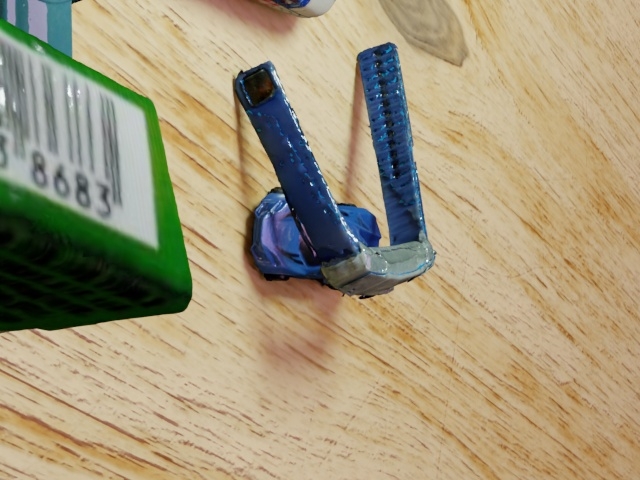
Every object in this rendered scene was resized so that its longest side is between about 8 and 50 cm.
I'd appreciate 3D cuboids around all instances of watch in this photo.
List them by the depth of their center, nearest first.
[{"bbox_3d":[0.046,-0.080,1.764,0.276,0.068,0.274,-19,82,-54],"label":"watch"}]

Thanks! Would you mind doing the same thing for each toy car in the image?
[{"bbox_3d":[0.000,0.000,1.766,0.216,0.063,0.103,11,83,-57],"label":"toy car"}]

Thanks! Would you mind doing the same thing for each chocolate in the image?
[{"bbox_3d":[-0.316,-0.041,1.022,0.360,0.341,0.161,27,59,-54],"label":"chocolate"}]

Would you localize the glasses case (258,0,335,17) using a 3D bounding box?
[{"bbox_3d":[-0.073,-0.319,1.619,0.327,0.076,0.125,17,79,-56],"label":"glasses case"}]

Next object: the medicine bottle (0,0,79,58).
[{"bbox_3d":[-0.244,-0.135,1.359,0.124,0.079,0.258,-3,95,-58],"label":"medicine bottle"}]
